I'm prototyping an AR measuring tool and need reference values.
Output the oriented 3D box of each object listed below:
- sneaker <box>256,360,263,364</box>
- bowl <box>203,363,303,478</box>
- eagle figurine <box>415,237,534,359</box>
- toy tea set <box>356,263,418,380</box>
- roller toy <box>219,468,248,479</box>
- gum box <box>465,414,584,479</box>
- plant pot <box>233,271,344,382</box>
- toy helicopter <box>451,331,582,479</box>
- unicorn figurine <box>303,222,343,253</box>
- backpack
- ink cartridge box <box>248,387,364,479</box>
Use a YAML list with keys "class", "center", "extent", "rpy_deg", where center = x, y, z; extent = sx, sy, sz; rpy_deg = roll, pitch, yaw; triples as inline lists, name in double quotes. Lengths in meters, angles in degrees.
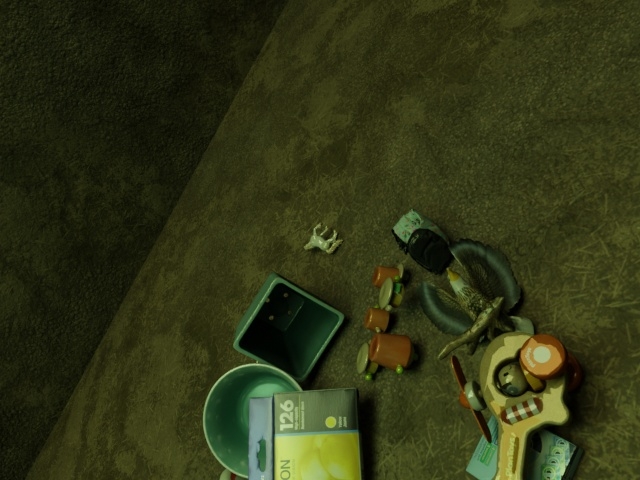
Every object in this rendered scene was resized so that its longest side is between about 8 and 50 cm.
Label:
- class: "sneaker"
  center: [-0.163, 0.443, 1.777]
  extent: [0.075, 0.063, 0.170]
  rpy_deg: [-36, 46, 30]
- class: "bowl"
  center: [-0.161, 0.500, 1.580]
  extent: [0.312, 0.163, 0.311]
  rpy_deg: [-1, 85, 10]
- class: "eagle figurine"
  center: [0.357, 0.137, 1.299]
  extent: [0.226, 0.225, 0.298]
  rpy_deg: [-6, 14, 4]
- class: "toy tea set"
  center: [0.201, 0.215, 1.490]
  extent: [0.200, 0.124, 0.336]
  rpy_deg: [130, 154, -69]
- class: "roller toy"
  center: [-0.209, 0.724, 1.508]
  extent: [0.209, 0.191, 0.146]
  rpy_deg: [37, 100, 49]
- class: "gum box"
  center: [0.404, 0.442, 1.102]
  extent: [0.184, 0.041, 0.157]
  rpy_deg: [19, 79, 55]
- class: "plant pot"
  center: [-0.115, 0.241, 1.721]
  extent: [0.247, 0.248, 0.252]
  rpy_deg: [-57, 17, 3]
- class: "toy helicopter"
  center: [0.363, 0.351, 1.072]
  extent: [0.235, 0.140, 0.355]
  rpy_deg: [-3, 63, 37]
- class: "unicorn figurine"
  center: [0.000, 0.000, 1.900]
  extent: [0.111, 0.060, 0.162]
  rpy_deg: [-59, 35, -1]
- class: "backpack"
  center: [0.276, -0.007, 1.517]
  extent: [0.115, 0.152, 0.182]
  rpy_deg: [-46, 25, 10]
- class: "ink cartridge box"
  center: [-0.046, 0.538, 1.398]
  extent: [0.307, 0.072, 0.303]
  rpy_deg: [-6, 66, 8]
